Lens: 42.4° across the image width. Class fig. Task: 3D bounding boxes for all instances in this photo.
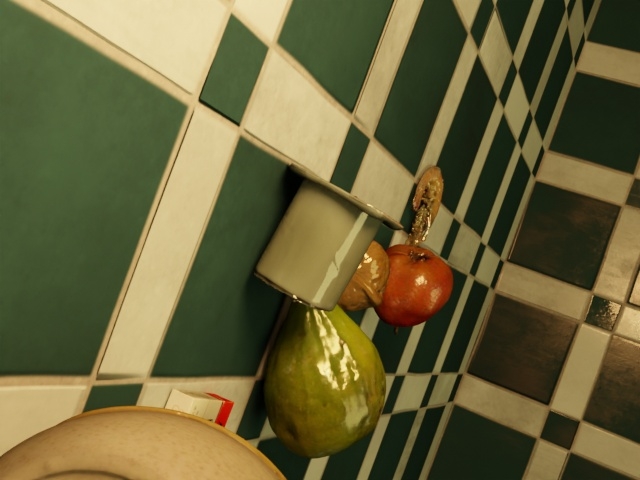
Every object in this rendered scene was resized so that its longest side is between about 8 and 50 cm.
[{"bbox_3d":[0.019,0.232,1.498,0.233,0.233,0.314,-26,137,-60],"label":"fig"}]

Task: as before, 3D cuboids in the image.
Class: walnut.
[{"bbox_3d":[0.064,0.068,1.584,0.166,0.149,0.166,-38,165,-12],"label":"walnut"}]

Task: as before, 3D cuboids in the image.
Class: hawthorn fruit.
[{"bbox_3d":[0.199,0.124,1.893,0.196,0.196,0.226,-36,147,-55],"label":"hawthorn fruit"}]

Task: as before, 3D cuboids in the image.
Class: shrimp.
[{"bbox_3d":[0.246,-0.072,2.026,0.143,0.052,0.251,49,55,-54],"label":"shrimp"}]

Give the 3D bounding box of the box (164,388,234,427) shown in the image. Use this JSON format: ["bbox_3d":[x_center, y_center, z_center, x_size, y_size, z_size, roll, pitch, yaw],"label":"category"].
[{"bbox_3d":[-0.197,0.287,1.276,0.100,0.048,0.152,-66,156,-5],"label":"box"}]

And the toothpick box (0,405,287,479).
[{"bbox_3d":[-0.187,0.391,0.896,0.409,0.408,0.425,-64,167,-15],"label":"toothpick box"}]

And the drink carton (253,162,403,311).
[{"bbox_3d":[0.000,0.000,1.340,0.190,0.191,0.185,-62,162,7],"label":"drink carton"}]
